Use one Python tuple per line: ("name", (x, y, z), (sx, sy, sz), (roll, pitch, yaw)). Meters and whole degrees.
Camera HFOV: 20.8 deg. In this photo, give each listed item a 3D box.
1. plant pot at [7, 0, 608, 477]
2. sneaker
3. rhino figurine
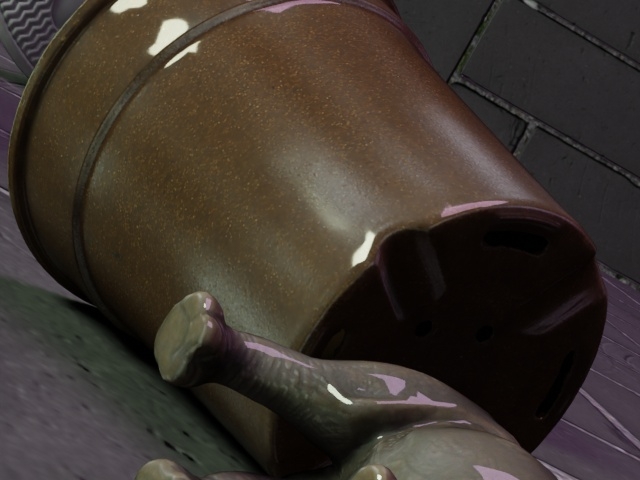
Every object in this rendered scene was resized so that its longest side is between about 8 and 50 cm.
("plant pot", (0.000, 0.000, 0.598), (0.167, 0.167, 0.165), (24, 16, -42))
("sneaker", (-0.182, -0.161, 1.260), (0.151, 0.094, 0.256), (42, 3, 37))
("rhino figurine", (0.040, 0.092, 0.385), (0.106, 0.073, 0.243), (22, 11, -31))
